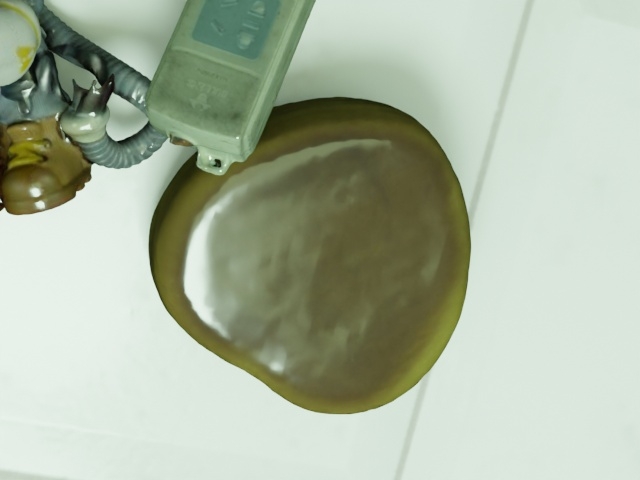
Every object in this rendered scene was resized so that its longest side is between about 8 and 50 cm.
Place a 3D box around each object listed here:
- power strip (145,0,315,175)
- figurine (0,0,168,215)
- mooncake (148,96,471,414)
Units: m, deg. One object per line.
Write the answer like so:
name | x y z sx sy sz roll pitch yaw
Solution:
power strip | -0.040 -0.179 0.932 0.078 0.052 0.272 20 78 7
figurine | -0.259 -0.192 0.871 0.261 0.186 0.382 -11 113 2
mooncake | 0.000 0.000 1.006 0.235 0.117 0.235 -2 102 -10
